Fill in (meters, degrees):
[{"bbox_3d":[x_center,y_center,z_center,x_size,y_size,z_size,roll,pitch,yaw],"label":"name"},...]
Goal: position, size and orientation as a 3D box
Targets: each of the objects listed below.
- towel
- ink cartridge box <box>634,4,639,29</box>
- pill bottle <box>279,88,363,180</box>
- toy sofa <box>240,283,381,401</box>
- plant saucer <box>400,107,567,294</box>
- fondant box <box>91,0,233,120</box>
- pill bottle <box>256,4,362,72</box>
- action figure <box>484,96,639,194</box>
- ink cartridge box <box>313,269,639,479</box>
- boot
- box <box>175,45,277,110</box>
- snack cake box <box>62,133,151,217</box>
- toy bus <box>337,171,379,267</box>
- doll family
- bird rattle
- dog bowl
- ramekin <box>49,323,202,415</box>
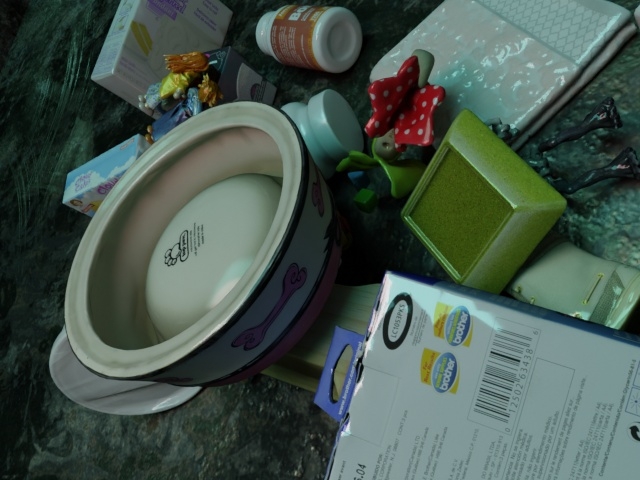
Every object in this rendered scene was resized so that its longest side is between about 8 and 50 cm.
[{"bbox_3d":[0.261,-0.292,0.994,0.317,0.053,0.331,-45,46,14],"label":"towel"},{"bbox_3d":[0.579,-0.246,0.616,0.285,0.166,0.395,-53,45,6],"label":"ink cartridge box"},{"bbox_3d":[-0.063,-0.155,1.130,0.265,0.153,0.153,-24,55,30],"label":"pill bottle"},{"bbox_3d":[-0.016,0.152,0.935,0.363,0.150,0.177,8,65,43],"label":"toy sofa"},{"bbox_3d":[0.180,-0.036,0.789,0.188,0.045,0.188,54,136,31],"label":"plant saucer"},{"bbox_3d":[-0.364,-0.465,1.487,0.096,0.238,0.330,-1,69,41],"label":"fondant box"},{"bbox_3d":[-0.030,-0.404,1.251,0.216,0.121,0.121,24,85,44],"label":"pill bottle"},{"bbox_3d":[0.257,-0.085,0.822,0.276,0.141,0.164,-22,87,26],"label":"action figure"},{"bbox_3d":[0.170,0.192,0.635,0.396,0.151,0.269,16,90,20],"label":"ink cartridge box"},{"bbox_3d":[0.278,0.099,0.763,0.213,0.077,0.165,-54,45,-1],"label":"boot"},{"bbox_3d":[-0.211,-0.241,1.295,0.142,0.163,0.247,2,70,38],"label":"box"},{"bbox_3d":[-0.447,-0.130,1.449,0.264,0.152,0.089,-19,58,33],"label":"snack cake box"},{"bbox_3d":[0.001,-0.010,1.032,0.191,0.104,0.202,8,58,34],"label":"toy bus"},{"bbox_3d":[-0.247,-0.248,1.137,0.163,0.118,0.262,-31,54,20],"label":"doll family"},{"bbox_3d":[0.108,-0.185,0.904,0.143,0.253,0.206,16,61,9],"label":"bird rattle"},{"bbox_3d":[-0.149,0.015,0.855,0.408,0.150,0.407,-20,50,27],"label":"dog bowl"},{"bbox_3d":[-0.331,0.183,1.123,0.273,0.273,0.127,-38,36,20],"label":"ramekin"}]
